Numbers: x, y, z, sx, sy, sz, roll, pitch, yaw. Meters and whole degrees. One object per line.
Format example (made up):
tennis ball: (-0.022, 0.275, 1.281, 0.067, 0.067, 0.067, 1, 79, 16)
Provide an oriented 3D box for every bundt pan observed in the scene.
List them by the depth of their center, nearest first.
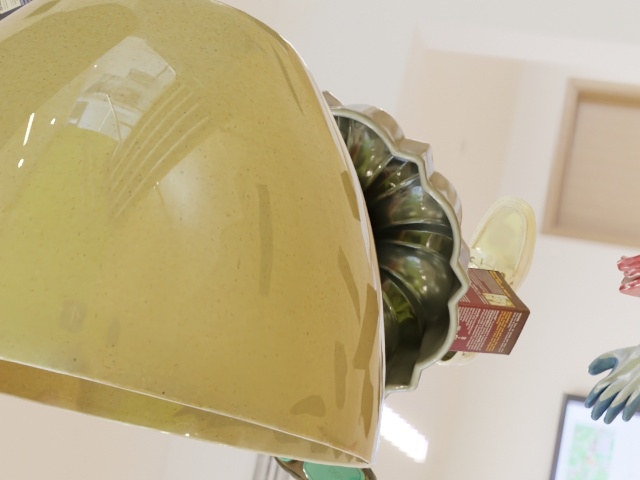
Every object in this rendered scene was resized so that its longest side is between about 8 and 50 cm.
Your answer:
bundt pan: (0.000, 0.000, 1.306, 0.124, 0.331, 0.330, -46, -39, -60)

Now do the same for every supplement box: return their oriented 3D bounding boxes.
supplement box: (0.177, 0.092, 1.814, 0.104, 0.188, 0.080, 57, 133, 51)

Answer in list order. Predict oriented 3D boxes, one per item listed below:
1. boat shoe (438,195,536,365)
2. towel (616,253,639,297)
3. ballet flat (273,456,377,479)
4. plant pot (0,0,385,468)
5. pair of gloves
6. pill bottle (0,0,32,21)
boat shoe: (0.243, 0.068, 1.972, 0.096, 0.098, 0.277, -16, -53, -68)
towel: (0.380, 0.047, 1.002, 0.199, 0.275, 0.031, 125, 159, -81)
ballet flat: (0.003, 0.275, 1.635, 0.096, 0.095, 0.280, 54, 178, -33)
plant pot: (-0.091, -0.013, 0.644, 0.284, 0.284, 0.191, 49, -127, -69)
pair of gloves: (0.413, 0.178, 1.587, 0.159, 0.198, 0.023, -48, -44, -9)
pill bottle: (-0.344, -0.328, 1.747, 0.153, 0.265, 0.153, 14, -109, -47)
